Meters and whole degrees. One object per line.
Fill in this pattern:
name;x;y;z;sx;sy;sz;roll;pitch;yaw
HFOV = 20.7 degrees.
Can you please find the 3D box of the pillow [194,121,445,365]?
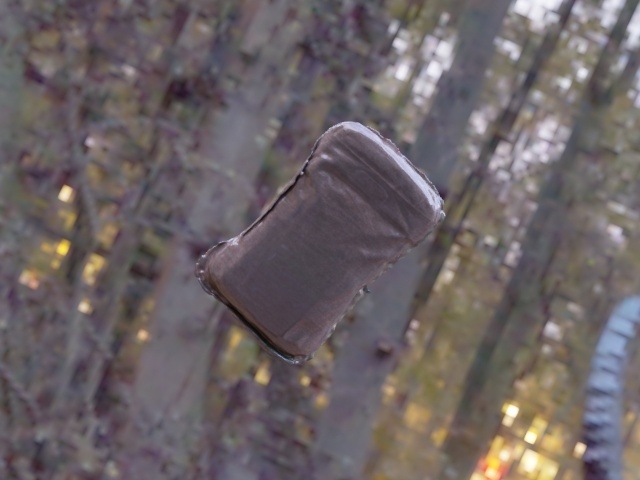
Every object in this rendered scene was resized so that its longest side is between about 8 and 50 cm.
pillow;0.003;0.002;1.546;0.135;0.211;0.034;45;3;-5
